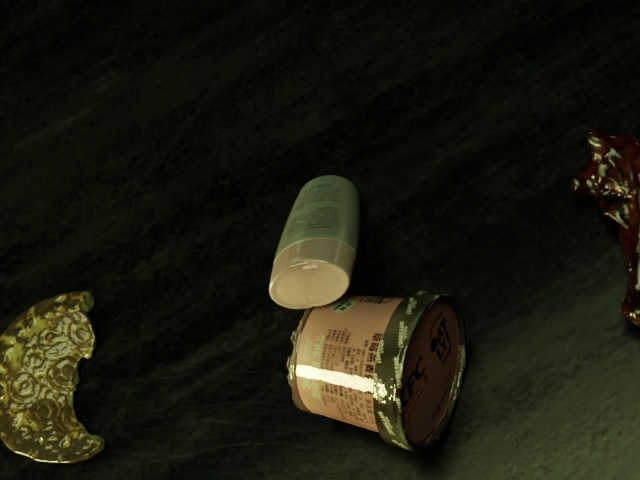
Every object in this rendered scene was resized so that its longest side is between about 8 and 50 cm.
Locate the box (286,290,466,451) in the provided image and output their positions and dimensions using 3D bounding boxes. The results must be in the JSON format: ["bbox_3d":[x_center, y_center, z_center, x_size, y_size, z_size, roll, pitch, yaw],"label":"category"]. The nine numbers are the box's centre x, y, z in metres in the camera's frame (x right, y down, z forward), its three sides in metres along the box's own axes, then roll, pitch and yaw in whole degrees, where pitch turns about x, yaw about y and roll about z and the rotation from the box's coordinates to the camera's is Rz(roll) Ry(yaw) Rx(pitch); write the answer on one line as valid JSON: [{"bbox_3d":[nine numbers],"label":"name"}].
[{"bbox_3d":[0.052,0.118,1.322,0.135,0.151,0.151,7,70,30],"label":"box"}]

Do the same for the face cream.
[{"bbox_3d":[0.000,0.000,1.374,0.084,0.057,0.198,-13,26,14],"label":"face cream"}]

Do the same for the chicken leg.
[{"bbox_3d":[0.307,-0.022,1.351,0.089,0.048,0.219,-21,63,11],"label":"chicken leg"}]

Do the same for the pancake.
[{"bbox_3d":[-0.282,0.145,1.484,0.184,0.020,0.191,22,76,25],"label":"pancake"}]
